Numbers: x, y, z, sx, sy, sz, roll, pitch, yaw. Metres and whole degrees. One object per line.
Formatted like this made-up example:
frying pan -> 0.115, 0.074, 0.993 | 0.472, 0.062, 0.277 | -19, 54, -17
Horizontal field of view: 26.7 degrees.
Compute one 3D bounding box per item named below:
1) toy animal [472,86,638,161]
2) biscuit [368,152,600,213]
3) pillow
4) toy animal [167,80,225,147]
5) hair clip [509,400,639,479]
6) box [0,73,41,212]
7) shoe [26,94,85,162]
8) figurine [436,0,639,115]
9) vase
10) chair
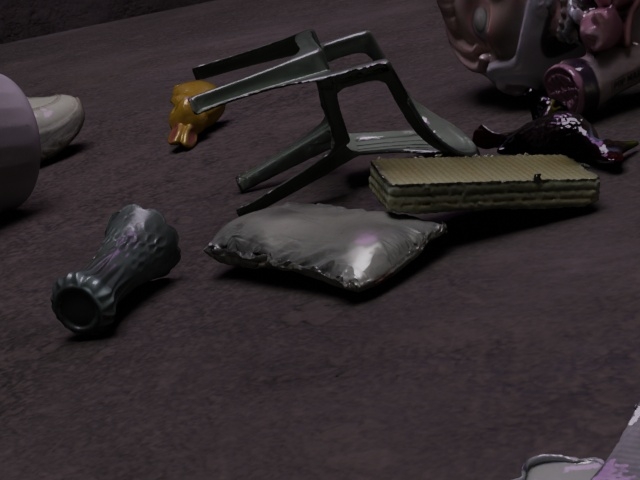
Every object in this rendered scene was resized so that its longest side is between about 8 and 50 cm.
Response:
toy animal -> 0.251, -0.105, 1.400 | 0.105, 0.070, 0.202 | -30, 29, -18
biscuit -> 0.151, -0.054, 1.262 | 0.199, 0.041, 0.121 | -2, 12, -7
pillow -> 0.000, 0.000, 1.245 | 0.128, 0.051, 0.229 | -29, 25, -35
toy animal -> -0.179, -0.175, 1.898 | 0.083, 0.070, 0.159 | -8, 23, 11
hair clip -> 0.130, 0.152, 0.686 | 0.140, 0.054, 0.220 | 10, 31, 42
box -> -0.470, -0.133, 1.656 | 0.206, 0.291, 0.262 | -13, 55, -46
shoe -> -0.517, -0.191, 1.943 | 0.342, 0.211, 0.132 | -19, 18, -19
figurine -> 0.292, -0.276, 1.643 | 0.361, 0.211, 0.253 | 28, 88, 55
vase -> -0.195, 0.032, 1.255 | 0.081, 0.081, 0.149 | -6, 22, 22
chair -> 0.015, -0.138, 1.487 | 0.274, 0.191, 0.203 | -20, 18, 5
